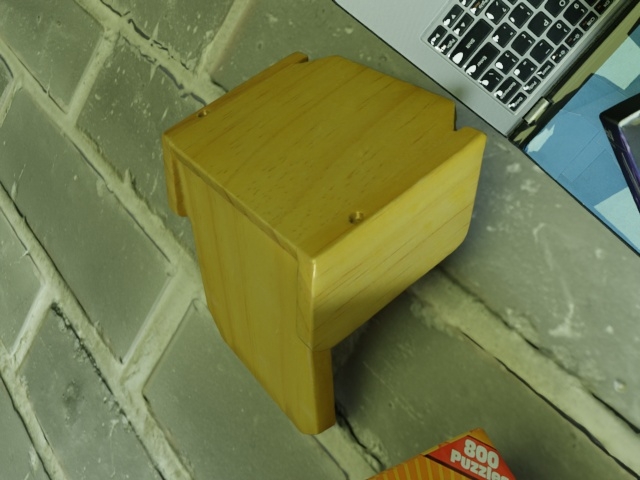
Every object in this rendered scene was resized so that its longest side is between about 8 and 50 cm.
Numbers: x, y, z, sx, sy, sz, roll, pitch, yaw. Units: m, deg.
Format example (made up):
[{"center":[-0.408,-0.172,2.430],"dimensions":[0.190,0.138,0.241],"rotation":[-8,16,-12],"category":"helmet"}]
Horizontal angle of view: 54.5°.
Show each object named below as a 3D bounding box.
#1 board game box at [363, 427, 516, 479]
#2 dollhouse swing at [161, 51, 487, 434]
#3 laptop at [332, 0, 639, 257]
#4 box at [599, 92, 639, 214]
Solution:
[{"center":[0.016,0.430,0.473],"dimensions":[0.356,0.356,0.357],"rotation":[59,141,28],"category":"board game box"},{"center":[0.000,0.000,0.782],"dimensions":[0.315,0.305,0.347],"rotation":[-36,43,-17],"category":"dollhouse swing"},{"center":[0.288,-0.224,0.516],"dimensions":[0.382,0.408,0.236],"rotation":[-50,23,20],"category":"laptop"},{"center":[0.305,-0.024,0.465],"dimensions":[0.108,0.153,0.207],"rotation":[-24,93,23],"category":"box"}]
